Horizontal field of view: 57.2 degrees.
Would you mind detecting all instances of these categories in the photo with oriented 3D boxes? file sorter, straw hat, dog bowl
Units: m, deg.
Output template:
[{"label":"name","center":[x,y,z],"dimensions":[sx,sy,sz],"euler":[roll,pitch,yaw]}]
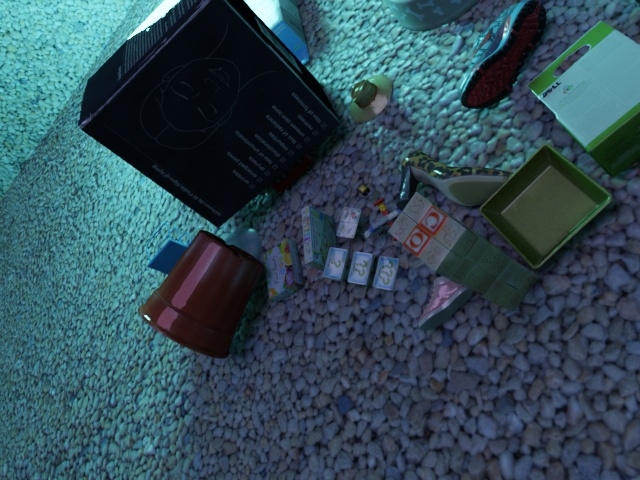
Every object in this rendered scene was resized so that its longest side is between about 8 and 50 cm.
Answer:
[{"label":"file sorter","center":[-0.434,0.036,1.809],"dimensions":[0.118,0.170,0.104],"euler":[-45,45,19]},{"label":"straw hat","center":[0.116,-0.391,1.563],"dimensions":[0.144,0.061,0.145],"euler":[-20,58,37]},{"label":"dog bowl","center":[0.298,-0.723,1.513],"dimensions":[0.348,0.102,0.349],"euler":[-20,59,37]}]

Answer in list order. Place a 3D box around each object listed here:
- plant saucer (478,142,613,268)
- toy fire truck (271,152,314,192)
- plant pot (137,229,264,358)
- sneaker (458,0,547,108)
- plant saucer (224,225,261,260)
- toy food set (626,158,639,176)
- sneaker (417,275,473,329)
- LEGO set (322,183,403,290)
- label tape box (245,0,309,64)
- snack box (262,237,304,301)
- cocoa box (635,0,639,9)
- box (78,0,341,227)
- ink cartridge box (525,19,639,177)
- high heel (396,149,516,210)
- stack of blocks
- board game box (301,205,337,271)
[{"label":"plant saucer","center":[0.432,-0.063,1.128],"dimensions":[0.188,0.045,0.188],"euler":[-48,46,17]},{"label":"toy fire truck","center":[-0.109,-0.213,1.703],"dimensions":[0.192,0.047,0.135],"euler":[-40,47,22]},{"label":"plant pot","center":[-0.301,0.132,1.577],"dimensions":[0.272,0.272,0.265],"euler":[29,89,46]},{"label":"sneaker","center":[0.389,-0.407,1.308],"dimensions":[0.262,0.104,0.125],"euler":[-54,27,5]},{"label":"plant saucer","center":[-0.255,0.044,1.732],"dimensions":[0.194,0.037,0.195],"euler":[-19,60,36]},{"label":"toy food set","center":[0.584,-0.149,1.045],"dimensions":[0.078,0.019,0.122],"euler":[-49,38,15]},{"label":"sneaker","center":[0.247,0.123,1.216],"dimensions":[0.134,0.051,0.070],"euler":[-44,46,15]},{"label":"LEGO set","center":[0.110,-0.018,1.378],"dimensions":[0.182,0.060,0.244],"euler":[9,77,28]},{"label":"label tape box","center":[-0.183,-0.658,1.928],"dimensions":[0.249,0.115,0.348],"euler":[-32,51,29]},{"label":"snack box","center":[-0.101,0.079,1.570],"dimensions":[0.100,0.037,0.141],"euler":[-34,51,30]},{"label":"cocoa box","center":[0.628,-0.644,1.074],"dimensions":[0.231,0.228,0.347],"euler":[-25,56,34]},{"label":"box","center":[-0.290,-0.371,1.578],"dimensions":[0.471,0.480,0.297],"euler":[-39,39,14]},{"label":"ink cartridge box","center":[0.535,-0.272,1.094],"dimensions":[0.189,0.097,0.255],"euler":[-42,36,22]},{"label":"high heel","center":[0.296,-0.161,1.288],"dimensions":[0.261,0.093,0.186],"euler":[-9,43,26]},{"label":"stack of blocks","center":[0.255,0.017,1.077],"dimensions":[0.087,0.297,0.171],"euler":[-56,46,10]},{"label":"board game box","center":[0.000,0.000,1.464],"dimensions":[0.026,0.103,0.154],"euler":[-25,56,34]}]
